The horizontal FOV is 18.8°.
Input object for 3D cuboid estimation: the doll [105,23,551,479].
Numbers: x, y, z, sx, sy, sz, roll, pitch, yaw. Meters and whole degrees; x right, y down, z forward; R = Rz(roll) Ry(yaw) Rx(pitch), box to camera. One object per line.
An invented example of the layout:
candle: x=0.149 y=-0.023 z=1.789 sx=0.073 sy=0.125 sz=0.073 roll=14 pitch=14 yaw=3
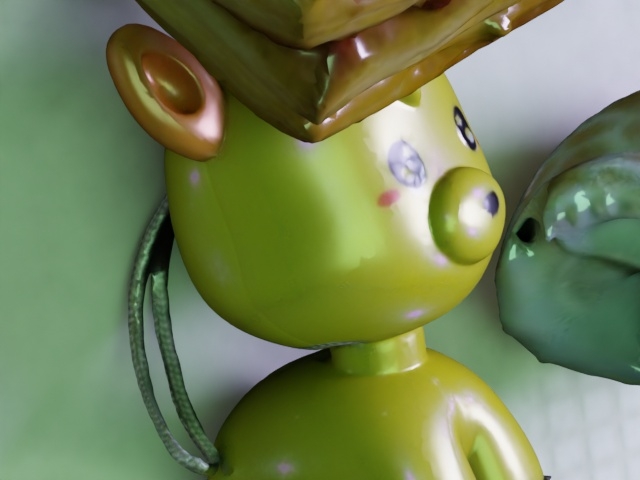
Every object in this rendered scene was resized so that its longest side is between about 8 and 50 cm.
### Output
doll: x=0.000 y=0.000 z=0.634 sx=0.143 sy=0.135 sz=0.221 roll=-30 pitch=106 yaw=-50

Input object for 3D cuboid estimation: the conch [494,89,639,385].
conch: x=0.143 y=-0.006 z=0.696 sx=0.173 sy=0.106 sz=0.116 roll=-6 pitch=125 yaw=-4

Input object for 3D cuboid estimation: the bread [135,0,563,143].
bread: x=0.003 y=-0.219 z=0.522 sx=0.277 sy=0.167 sz=0.324 roll=-36 pitch=92 yaw=-20
